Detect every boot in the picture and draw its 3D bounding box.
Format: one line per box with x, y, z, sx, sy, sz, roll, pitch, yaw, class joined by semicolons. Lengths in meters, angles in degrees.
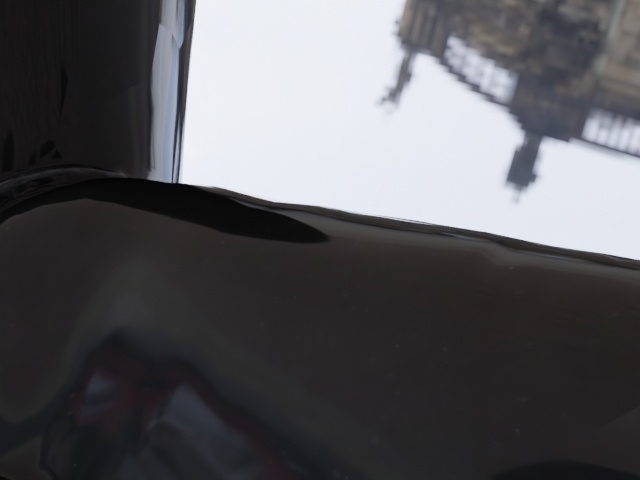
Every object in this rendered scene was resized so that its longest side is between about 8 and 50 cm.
0.000;0.002;0.507;0.146;0.367;0.445;10;-176;-40;boot
